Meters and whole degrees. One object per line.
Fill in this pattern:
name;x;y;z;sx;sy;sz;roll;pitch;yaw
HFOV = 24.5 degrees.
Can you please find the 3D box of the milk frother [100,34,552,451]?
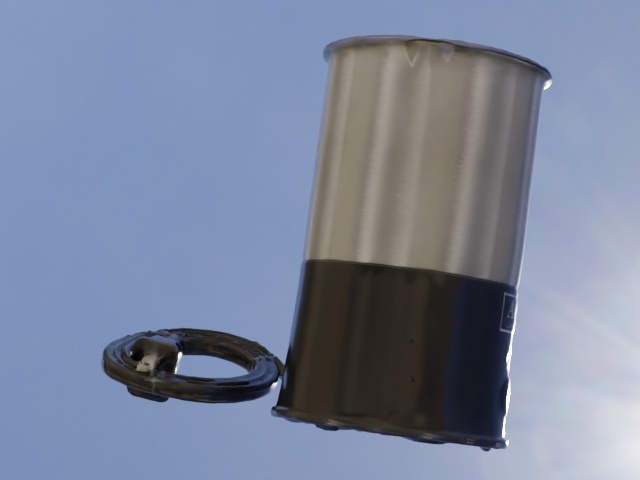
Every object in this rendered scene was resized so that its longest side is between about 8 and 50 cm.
milk frother;0.000;0.000;0.537;0.129;0.143;0.134;150;-51;-80
